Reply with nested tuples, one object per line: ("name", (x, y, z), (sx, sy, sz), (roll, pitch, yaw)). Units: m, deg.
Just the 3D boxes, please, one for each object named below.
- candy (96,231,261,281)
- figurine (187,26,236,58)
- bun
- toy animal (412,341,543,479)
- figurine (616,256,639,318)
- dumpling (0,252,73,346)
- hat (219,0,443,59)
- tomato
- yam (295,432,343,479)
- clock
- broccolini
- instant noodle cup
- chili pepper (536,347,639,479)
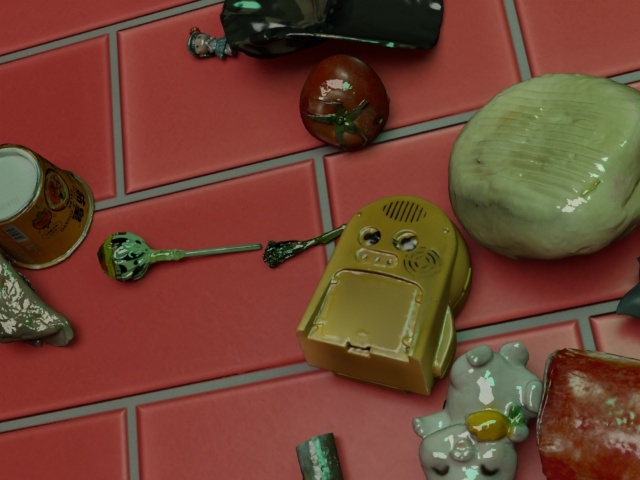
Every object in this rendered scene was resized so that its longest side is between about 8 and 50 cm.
("candy", (-0.259, 0.018, 1.856), (0.305, 0.083, 0.091), (-6, 73, 6))
("figurine", (-0.214, -0.390, 2.005), (0.105, 0.047, 0.060), (10, 89, 16))
("bun", (0.384, -0.100, 1.618), (0.361, 0.213, 0.361), (-20, 42, 19))
("toy animal", (0.247, 0.321, 1.539), (0.208, 0.154, 0.325), (-4, 81, 3))
("figurine", (0.597, 0.087, 1.535), (0.265, 0.140, 0.193), (33, 99, 39))
("dumpling", (-0.614, 0.107, 1.872), (0.332, 0.086, 0.166), (46, 115, 6))
("hat", (0.020, -0.424, 1.916), (0.381, 0.257, 0.366), (25, 56, -12))
("tomato", (0.040, -0.255, 1.826), (0.167, 0.167, 0.167), (-6, 68, 14))
("yam", (0.007, 0.397, 1.626), (0.068, 0.068, 0.169), (-18, 64, 9))
("clock", (0.121, 0.076, 1.658), (0.244, 0.200, 0.317), (14, 66, 18))
("broccolini", (0.000, 0.001, 1.802), (0.218, 0.044, 0.042), (-15, 51, 5))
("instant noodle cup", (-0.563, -0.074, 1.917), (0.215, 0.172, 0.216), (-6, 67, 13))
("chili pepper", (0.471, 0.299, 1.463), (0.305, 0.229, 0.251), (11, 76, 31))
